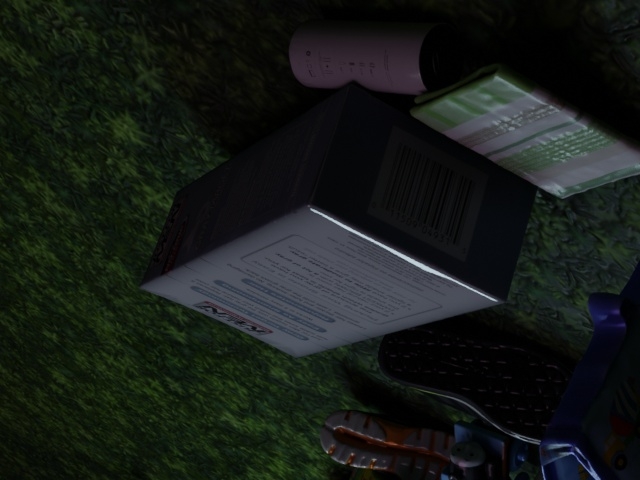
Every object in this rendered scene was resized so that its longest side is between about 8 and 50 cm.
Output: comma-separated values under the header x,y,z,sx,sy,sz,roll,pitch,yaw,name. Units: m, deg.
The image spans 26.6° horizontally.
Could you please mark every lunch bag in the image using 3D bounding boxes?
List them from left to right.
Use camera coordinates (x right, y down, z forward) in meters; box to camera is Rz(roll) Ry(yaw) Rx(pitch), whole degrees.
x,y,z,sx,sy,sz,roll,pitch,yaw,name
0.258,0.134,1.018,0.138,0.221,0.293,9,143,43,lunch bag

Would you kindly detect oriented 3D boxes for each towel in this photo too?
x,y,z,sx,sy,sz,roll,pitch,yaw,name
0.155,-0.080,0.973,0.152,0.023,0.113,26,157,-25,towel

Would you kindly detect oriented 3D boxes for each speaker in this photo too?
x,y,z,sx,sy,sz,roll,pitch,yaw,name
0.041,-0.140,1.029,0.136,0.055,0.055,10,143,43,speaker

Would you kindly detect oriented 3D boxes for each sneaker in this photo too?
x,y,z,sx,sy,sz,roll,pitch,yaw,name
0.109,0.248,1.574,0.215,0.084,0.083,22,180,17,sneaker
0.167,0.137,1.331,0.235,0.084,0.097,23,175,30,sneaker

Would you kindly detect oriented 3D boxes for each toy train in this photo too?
x,y,z,sx,sy,sz,roll,pitch,yaw,name
0.172,0.274,1.447,0.080,0.105,0.184,16,122,34,toy train

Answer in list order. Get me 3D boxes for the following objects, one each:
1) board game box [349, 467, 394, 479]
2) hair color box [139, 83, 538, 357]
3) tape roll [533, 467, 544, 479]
x,y,z,sx,sy,sz,roll,pitch,yaw,name
0.094,0.307,1.594,0.092,0.043,0.181,21,-175,-9,board game box
0.000,0.000,1.191,0.185,0.113,0.374,26,158,-20,hair color box
0.336,0.325,1.377,0.286,0.100,0.286,29,152,17,tape roll
